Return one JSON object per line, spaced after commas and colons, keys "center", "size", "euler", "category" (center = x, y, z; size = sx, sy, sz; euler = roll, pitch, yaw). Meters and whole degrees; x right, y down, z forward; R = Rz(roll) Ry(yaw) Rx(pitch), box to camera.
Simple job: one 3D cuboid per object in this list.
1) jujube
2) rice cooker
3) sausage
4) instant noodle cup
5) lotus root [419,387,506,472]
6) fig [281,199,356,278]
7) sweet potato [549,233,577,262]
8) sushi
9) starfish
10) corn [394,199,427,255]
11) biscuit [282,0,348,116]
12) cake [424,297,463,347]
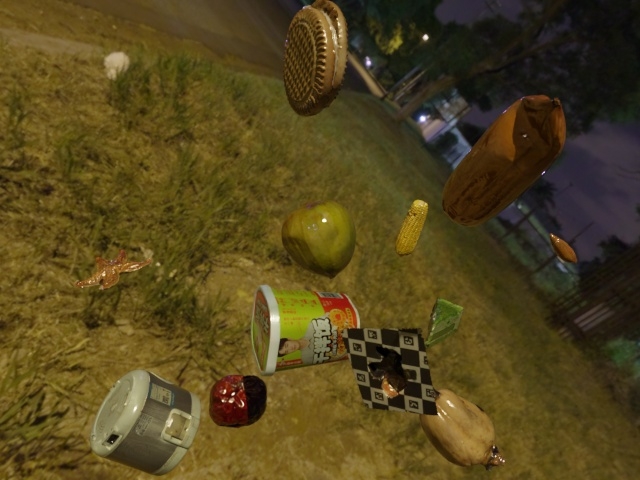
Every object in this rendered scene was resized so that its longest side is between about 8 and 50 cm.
{"center": [-0.343, 0.660, 1.966], "size": [0.232, 0.212, 0.213], "euler": [2, 37, -19], "category": "jujube"}
{"center": [-0.536, 0.571, 1.497], "size": [0.277, 0.288, 0.288], "euler": [37, 20, -28], "category": "rice cooker"}
{"center": [0.270, -0.115, 0.692], "size": [0.112, 0.112, 0.328], "euler": [55, -16, 12], "category": "sausage"}
{"center": [-0.051, 0.289, 1.575], "size": [0.308, 0.293, 0.293], "euler": [1, 38, -20], "category": "instant noodle cup"}
{"center": [0.348, 0.472, 1.206], "size": [0.257, 0.154, 0.140], "euler": [48, -24, -6], "category": "lotus root"}
{"center": [0.008, -0.008, 2.063], "size": [0.343, 0.343, 0.343], "euler": [47, 15, -17], "category": "fig"}
{"center": [0.542, 0.022, 1.065], "size": [0.095, 0.034, 0.034], "euler": [43, 16, -9], "category": "sweet potato"}
{"center": [0.157, 0.271, 1.029], "size": [0.040, 0.193, 0.210], "euler": [-36, 114, -53], "category": "sushi"}
{"center": [-0.678, 0.092, 1.556], "size": [0.227, 0.241, 0.043], "euler": [-128, -148, -49], "category": "starfish"}
{"center": [0.291, -0.036, 1.534], "size": [0.068, 0.206, 0.067], "euler": [11, 30, -7], "category": "corn"}
{"center": [-0.016, -0.422, 1.110], "size": [0.079, 0.259, 0.259], "euler": [-5, 47, -25], "category": "biscuit"}
{"center": [0.403, 0.278, 1.547], "size": [0.099, 0.100, 0.235], "euler": [18, 16, 14], "category": "cake"}
